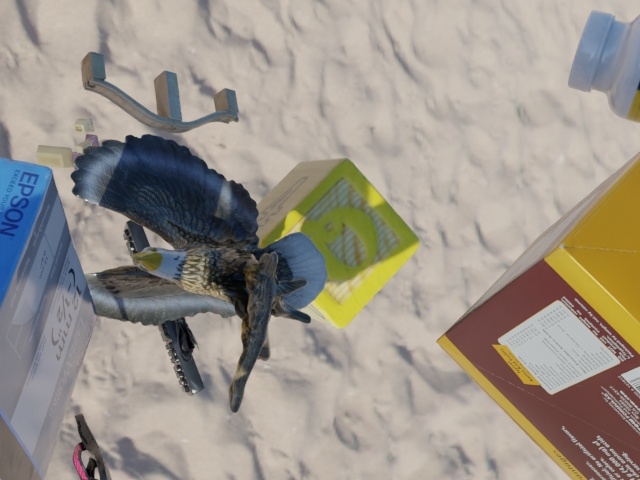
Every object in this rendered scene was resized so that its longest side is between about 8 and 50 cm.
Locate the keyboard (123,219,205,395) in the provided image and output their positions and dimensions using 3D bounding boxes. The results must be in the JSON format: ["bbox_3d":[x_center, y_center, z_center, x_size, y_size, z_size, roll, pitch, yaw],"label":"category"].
[{"bbox_3d":[-0.269,0.114,1.528,0.033,0.201,0.317,-21,87,-23],"label":"keyboard"}]

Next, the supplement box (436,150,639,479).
[{"bbox_3d":[0.212,0.067,0.573,0.191,0.194,0.129,46,65,6],"label":"supplement box"}]

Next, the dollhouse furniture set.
[{"bbox_3d":[-0.376,-0.155,1.376,0.081,0.114,0.091,-48,139,-53],"label":"dollhouse furniture set"}]

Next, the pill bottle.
[{"bbox_3d":[0.326,-0.150,0.811,0.103,0.184,0.103,19,90,-74],"label":"pill bottle"}]

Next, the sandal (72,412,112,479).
[{"bbox_3d":[-0.315,0.302,1.216,0.040,0.179,0.067,-20,121,-21],"label":"sandal"}]

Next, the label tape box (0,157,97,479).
[{"bbox_3d":[-0.266,0.129,0.709,0.347,0.115,0.249,93,6,-58],"label":"label tape box"}]

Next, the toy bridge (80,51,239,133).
[{"bbox_3d":[-0.160,-0.146,0.944,0.188,0.026,0.063,9,63,-43],"label":"toy bridge"}]

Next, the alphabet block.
[{"bbox_3d":[0.000,0.000,1.401,0.192,0.197,0.193,46,78,-18],"label":"alphabet block"}]

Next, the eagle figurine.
[{"bbox_3d":[-0.162,0.022,1.069,0.226,0.298,0.225,-51,142,-20],"label":"eagle figurine"}]
